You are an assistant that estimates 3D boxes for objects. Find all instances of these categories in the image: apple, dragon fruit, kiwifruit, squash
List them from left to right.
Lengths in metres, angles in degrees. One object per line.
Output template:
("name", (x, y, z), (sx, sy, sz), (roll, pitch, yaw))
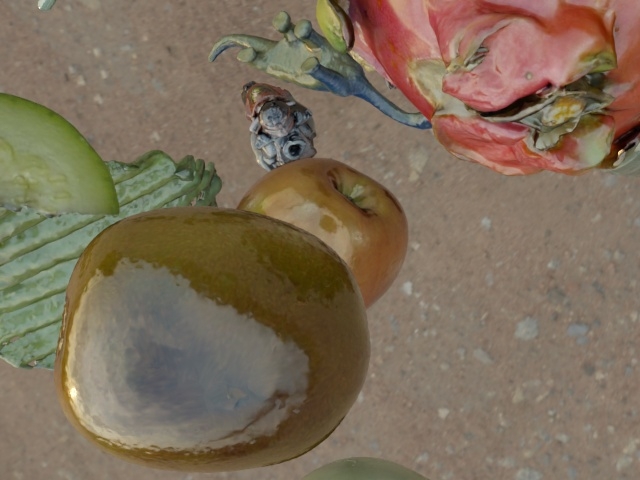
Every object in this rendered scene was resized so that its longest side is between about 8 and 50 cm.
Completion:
("squash", (-0.347, -0.073, 1.050), (0.237, 0.204, 0.155), (9, 142, -23))
("kiwifruit", (-0.074, 0.075, 0.737), (0.234, 0.196, 0.196), (11, 123, -24))
("apple", (0.000, 0.000, 1.354), (0.253, 0.253, 0.253), (10, 114, 23))
("dragon fruit", (0.143, -0.168, 0.767), (0.305, 0.226, 0.305), (28, 162, 10))

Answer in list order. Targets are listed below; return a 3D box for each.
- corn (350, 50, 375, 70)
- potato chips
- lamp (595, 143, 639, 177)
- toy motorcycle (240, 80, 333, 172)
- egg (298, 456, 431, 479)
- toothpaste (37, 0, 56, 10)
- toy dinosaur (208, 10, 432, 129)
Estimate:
("corn", (0.101, -0.329, 1.294), (0.081, 0.248, 0.081), (18, 159, 7))
("potato chips", (-0.295, 0.015, 1.350), (0.097, 0.389, 0.373), (53, 148, 33))
("lamp", (0.365, -0.180, 1.108), (0.233, 0.233, 0.265), (40, 142, 7))
("toy motorcycle", (-0.030, -0.134, 1.810), (0.134, 0.207, 0.401), (-30, 85, -7))
("egg", (0.071, 0.387, 1.255), (0.269, 0.219, 0.219), (18, 120, -10))
("toothpaste", (-0.246, -0.331, 1.047), (0.064, 0.041, 0.218), (43, 119, 8))
("toy dinosaur", (-0.003, -0.190, 1.180), (0.248, 0.188, 0.075), (11, 75, 38))
